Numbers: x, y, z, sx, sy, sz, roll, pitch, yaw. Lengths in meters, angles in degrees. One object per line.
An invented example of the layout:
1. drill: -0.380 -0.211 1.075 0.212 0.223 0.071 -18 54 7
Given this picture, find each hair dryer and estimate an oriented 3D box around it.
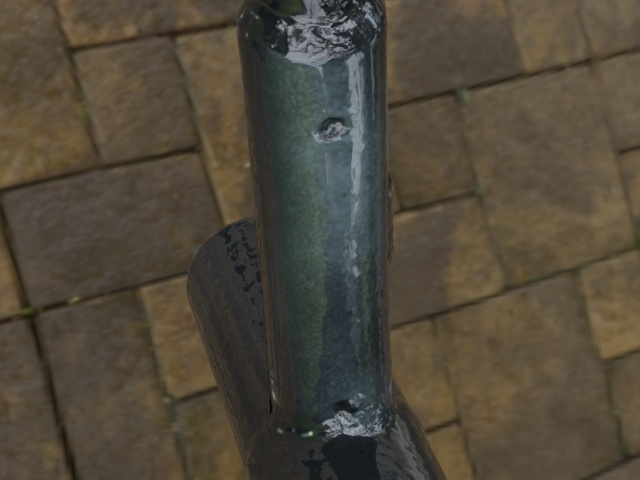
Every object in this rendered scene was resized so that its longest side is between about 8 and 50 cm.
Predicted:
1. hair dryer: -0.005 -0.011 0.392 0.050 0.173 0.195 -13 121 -12
